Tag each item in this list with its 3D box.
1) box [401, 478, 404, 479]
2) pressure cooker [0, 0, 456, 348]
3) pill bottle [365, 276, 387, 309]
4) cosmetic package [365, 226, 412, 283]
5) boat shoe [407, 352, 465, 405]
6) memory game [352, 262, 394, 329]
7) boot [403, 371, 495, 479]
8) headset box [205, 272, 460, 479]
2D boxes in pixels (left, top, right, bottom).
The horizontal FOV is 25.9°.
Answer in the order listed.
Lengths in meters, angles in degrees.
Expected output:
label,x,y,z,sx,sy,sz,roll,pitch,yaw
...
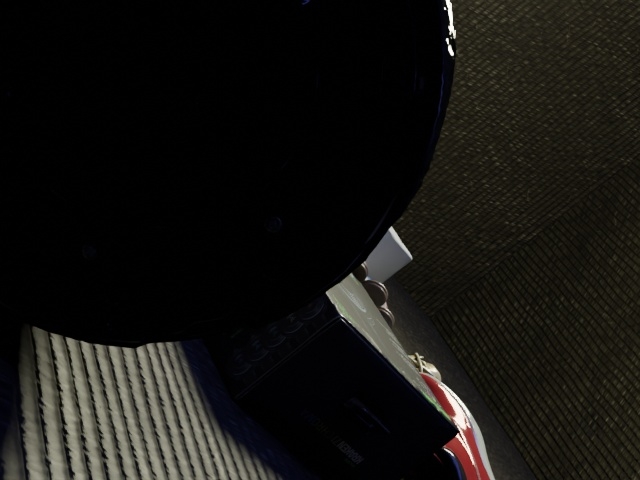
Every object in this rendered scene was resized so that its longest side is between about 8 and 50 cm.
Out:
label,x,y,z,sx,sy,sz,roll,pitch,yaw
box,0.059,0.238,1.604,0.178,0.042,0.109,55,6,25
pressure cooker,-0.126,-0.158,0.966,0.420,0.375,0.370,-115,-174,-71
pill bottle,-0.003,0.070,1.800,0.124,0.124,0.221,54,6,29
cosmetic package,0.000,0.000,1.977,0.151,0.183,0.151,49,6,-34
boat shoe,0.130,0.214,2.123,0.302,0.098,0.109,47,7,-46
memory game,-0.002,0.070,1.651,0.186,0.186,0.012,50,42,-17
boot,0.121,0.222,1.572,0.176,0.088,0.244,45,14,-48
headset box,-0.012,0.103,1.423,0.246,0.131,0.283,47,7,-41
